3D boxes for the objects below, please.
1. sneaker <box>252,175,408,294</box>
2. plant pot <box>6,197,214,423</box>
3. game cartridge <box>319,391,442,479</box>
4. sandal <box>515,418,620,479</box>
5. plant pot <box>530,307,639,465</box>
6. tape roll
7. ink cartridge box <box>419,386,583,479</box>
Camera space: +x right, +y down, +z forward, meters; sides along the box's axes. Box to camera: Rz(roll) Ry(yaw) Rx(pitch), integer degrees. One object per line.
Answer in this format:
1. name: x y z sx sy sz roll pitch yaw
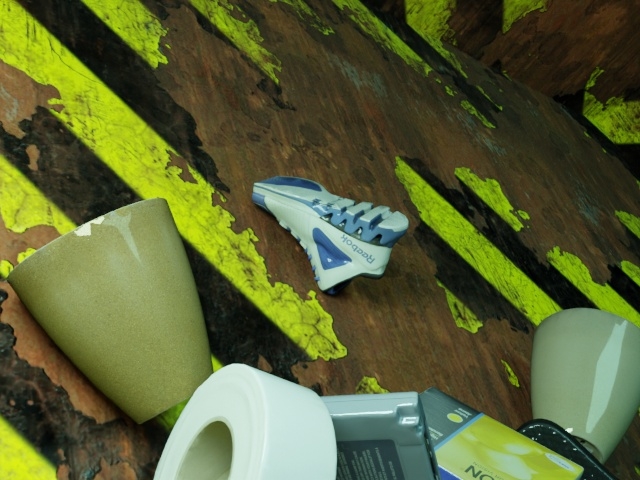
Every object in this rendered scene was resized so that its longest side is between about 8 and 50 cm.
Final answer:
1. sneaker: 0.001 0.000 1.695 0.315 0.182 0.127 21 21 24
2. plant pot: -0.253 0.108 1.206 0.254 0.237 0.237 60 33 2
3. game cartridge: 0.061 0.319 1.197 0.060 0.196 0.294 -80 158 -54
4. sandal: 0.533 0.503 1.641 0.446 0.167 0.107 48 14 10
5. plant pot: 0.530 0.322 1.804 0.256 0.256 0.274 38 47 -8
6. tape roll: -0.101 0.296 1.056 0.100 0.286 0.286 26 35 -27
7. ink cartridge box: 0.229 0.368 1.433 0.303 0.072 0.307 27 21 27
